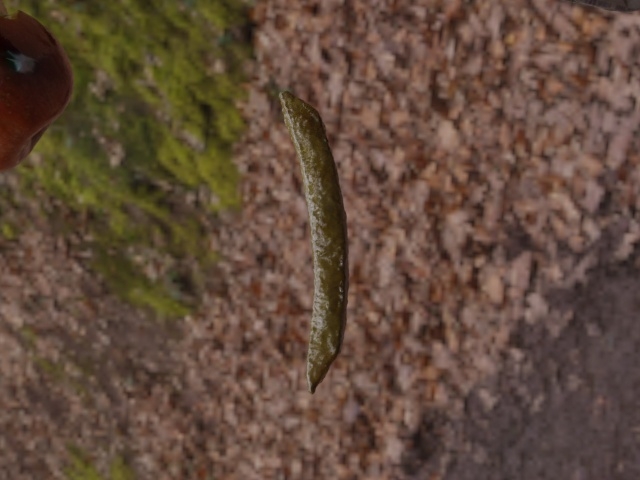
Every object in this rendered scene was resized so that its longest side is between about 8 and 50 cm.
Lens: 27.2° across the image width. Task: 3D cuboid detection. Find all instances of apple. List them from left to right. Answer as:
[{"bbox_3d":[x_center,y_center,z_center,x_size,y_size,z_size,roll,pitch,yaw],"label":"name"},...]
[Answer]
[{"bbox_3d":[-0.358,-0.172,1.390,0.199,0.199,0.199,-175,90,-75],"label":"apple"}]

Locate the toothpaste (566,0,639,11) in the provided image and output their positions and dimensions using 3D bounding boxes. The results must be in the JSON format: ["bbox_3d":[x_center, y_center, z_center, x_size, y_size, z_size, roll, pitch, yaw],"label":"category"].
[{"bbox_3d":[0.397,-0.348,1.702,0.068,0.282,0.099,-28,71,39],"label":"toothpaste"}]

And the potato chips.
[{"bbox_3d":[0.000,0.000,1.755,0.057,0.080,0.407,118,148,-78],"label":"potato chips"}]
